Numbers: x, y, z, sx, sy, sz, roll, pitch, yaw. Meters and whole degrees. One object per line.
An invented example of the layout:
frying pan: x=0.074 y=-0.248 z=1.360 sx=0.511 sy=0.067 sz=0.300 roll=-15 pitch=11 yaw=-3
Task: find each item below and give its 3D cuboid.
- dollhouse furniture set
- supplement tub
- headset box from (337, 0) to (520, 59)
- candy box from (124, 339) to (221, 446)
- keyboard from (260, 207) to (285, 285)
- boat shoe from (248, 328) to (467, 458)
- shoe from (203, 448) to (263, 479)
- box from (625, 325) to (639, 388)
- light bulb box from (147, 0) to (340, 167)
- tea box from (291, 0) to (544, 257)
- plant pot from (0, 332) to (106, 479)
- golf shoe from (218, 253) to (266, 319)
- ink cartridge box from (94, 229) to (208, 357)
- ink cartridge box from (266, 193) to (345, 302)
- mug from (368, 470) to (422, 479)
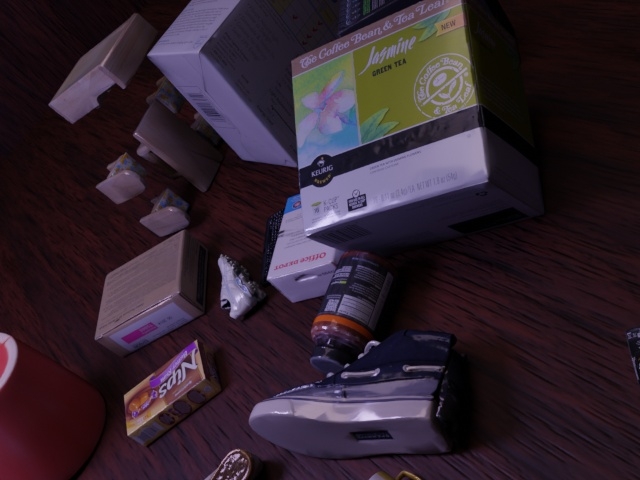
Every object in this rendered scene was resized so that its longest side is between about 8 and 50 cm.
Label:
dollhouse furniture set: x=-0.369 y=-0.282 z=1.844 sx=0.256 sy=0.394 sz=0.362 roll=-18 pitch=41 yaw=45
supplement tub: x=0.049 y=0.120 z=1.293 sx=0.106 sy=0.106 sz=0.198 roll=-4 pitch=52 yaw=42
headset box: x=0.199 y=-0.401 z=1.549 sx=0.283 sy=0.246 sz=0.131 roll=-23 pitch=40 yaw=25
candy box: x=-0.275 y=0.282 z=1.488 sx=0.186 sy=0.053 sz=0.109 roll=-38 pitch=36 yaw=10
keyboard: x=-0.083 y=-0.003 z=1.602 sx=0.100 sy=0.038 sz=0.192 roll=-25 pitch=41 yaw=24
boat shoe: x=0.062 y=0.222 z=1.181 sx=0.340 sy=0.127 sz=0.158 roll=-6 pitch=43 yaw=30
shoe: x=-0.173 y=0.415 z=1.260 sx=0.219 sy=0.058 sz=0.076 roll=-45 pitch=66 yaw=5
box: x=0.462 y=0.156 z=0.910 sx=0.190 sy=0.045 sz=0.184 roll=-23 pitch=43 yaw=25
light bulb box: x=-0.113 y=-0.415 z=1.772 sx=0.225 sy=0.358 sz=0.361 roll=14 pitch=63 yaw=48
tea box: x=0.150 y=-0.173 z=1.304 sx=0.328 sy=0.220 sz=0.324 roll=-17 pitch=68 yaw=32
plant pot: x=-0.595 y=0.326 z=1.549 sx=0.274 sy=0.243 sz=0.275 roll=-15 pitch=43 yaw=15
golf shoe: x=-0.177 y=0.089 z=1.579 sx=0.086 sy=0.069 sz=0.176 roll=-51 pitch=32 yaw=5
ink cartridge box: x=-0.355 y=0.112 z=1.705 sx=0.234 sy=0.088 sz=0.193 roll=-28 pitch=40 yaw=20
ink cartridge box: x=0.000 y=0.000 z=1.476 sx=0.148 sy=0.086 sz=0.203 roll=-16 pitch=45 yaw=32
mug: x=0.099 y=0.341 z=1.063 sx=0.064 sy=0.062 sz=0.078 roll=17 pitch=73 yaw=42
